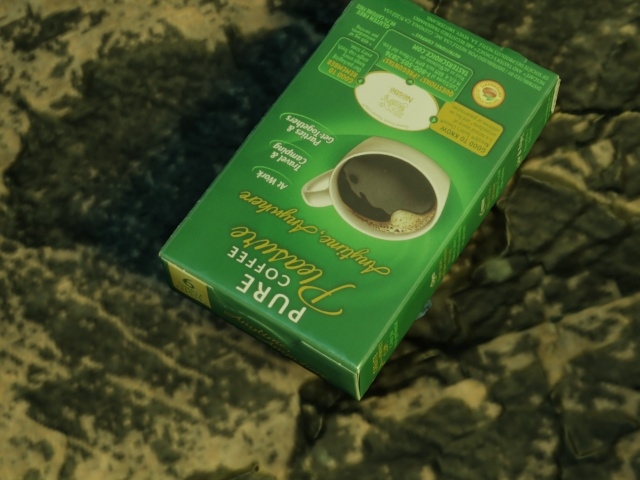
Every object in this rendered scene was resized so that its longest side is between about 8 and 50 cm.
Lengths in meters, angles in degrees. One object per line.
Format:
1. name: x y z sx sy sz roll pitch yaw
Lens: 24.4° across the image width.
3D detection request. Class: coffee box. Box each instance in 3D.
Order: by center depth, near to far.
1. coffee box: 0.020 -0.028 0.703 0.113 0.040 0.184 28 67 15

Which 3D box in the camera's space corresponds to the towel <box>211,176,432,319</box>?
1. towel: 0.000 0.000 0.733 0.067 0.029 0.119 -33 66 2
